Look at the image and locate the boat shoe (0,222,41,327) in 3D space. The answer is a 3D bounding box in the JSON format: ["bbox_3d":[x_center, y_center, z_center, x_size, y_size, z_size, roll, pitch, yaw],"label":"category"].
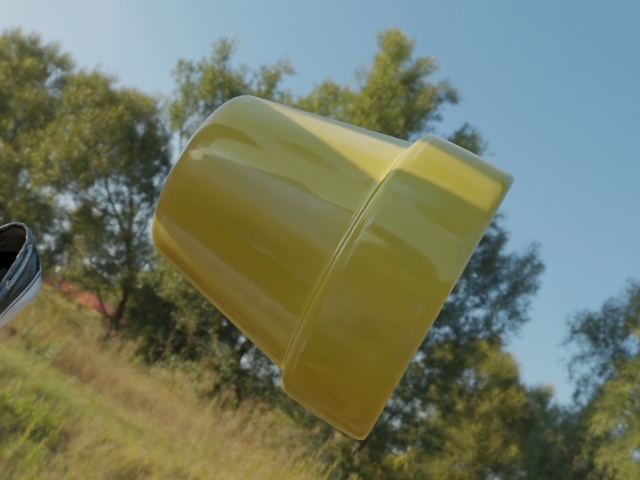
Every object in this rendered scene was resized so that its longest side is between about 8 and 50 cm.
[{"bbox_3d":[-0.428,0.092,0.863,0.113,0.306,0.105,27,-47,9],"label":"boat shoe"}]

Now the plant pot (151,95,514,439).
[{"bbox_3d":[0.000,0.000,0.649,0.239,0.254,0.254,31,-11,11],"label":"plant pot"}]
